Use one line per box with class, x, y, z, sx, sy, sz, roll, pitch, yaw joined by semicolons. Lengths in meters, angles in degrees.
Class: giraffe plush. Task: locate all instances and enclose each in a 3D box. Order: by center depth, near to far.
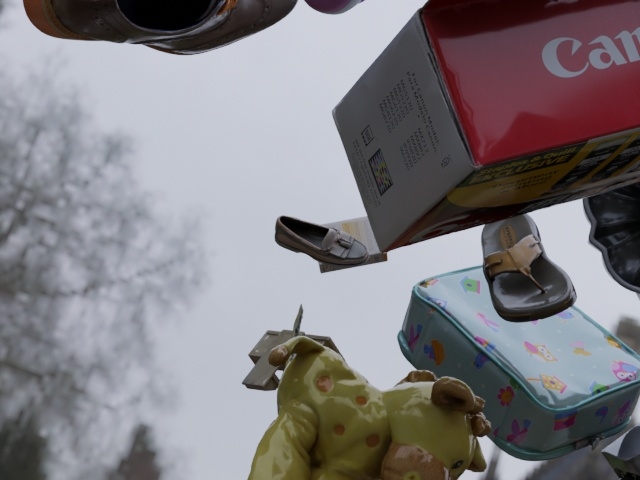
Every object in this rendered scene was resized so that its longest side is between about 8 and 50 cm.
giraffe plush;0.047;0.166;1.470;0.170;0.210;0.181;8;-2;13

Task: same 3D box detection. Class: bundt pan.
bundt pan;0.525;-0.047;2.622;0.330;0.331;0.124;20;-8;-3

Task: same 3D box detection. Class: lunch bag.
lunch bag;0.249;0.144;2.192;0.224;0.108;0.279;-12;42;-41

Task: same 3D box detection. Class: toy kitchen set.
toy kitchen set;-0.023;0.132;1.651;0.083;0.068;0.075;4;-45;46

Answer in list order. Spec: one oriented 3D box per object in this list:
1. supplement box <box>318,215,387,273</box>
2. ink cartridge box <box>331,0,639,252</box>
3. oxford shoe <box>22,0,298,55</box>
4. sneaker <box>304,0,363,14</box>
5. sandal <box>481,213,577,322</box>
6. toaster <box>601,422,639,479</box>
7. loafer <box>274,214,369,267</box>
supplement box;0.041;0.005;2.569;0.098;0.062;0.036;-10;-23;0
ink cartridge box;0.202;-0.120;1.357;0.309;0.130;0.272;-15;-12;-21
oxford shoe;-0.127;-0.246;1.857;0.132;0.130;0.363;11;16;39
sneaker;0.014;-0.287;1.431;0.104;0.236;0.095;-7;-17;-40
sandal;0.218;0.018;1.994;0.090;0.219;0.060;-23;-58;9
toaster;0.457;0.273;2.156;0.168;0.185;0.110;55;-3;-6
loafer;0.000;0.000;2.276;0.125;0.045;0.039;15;-37;15
